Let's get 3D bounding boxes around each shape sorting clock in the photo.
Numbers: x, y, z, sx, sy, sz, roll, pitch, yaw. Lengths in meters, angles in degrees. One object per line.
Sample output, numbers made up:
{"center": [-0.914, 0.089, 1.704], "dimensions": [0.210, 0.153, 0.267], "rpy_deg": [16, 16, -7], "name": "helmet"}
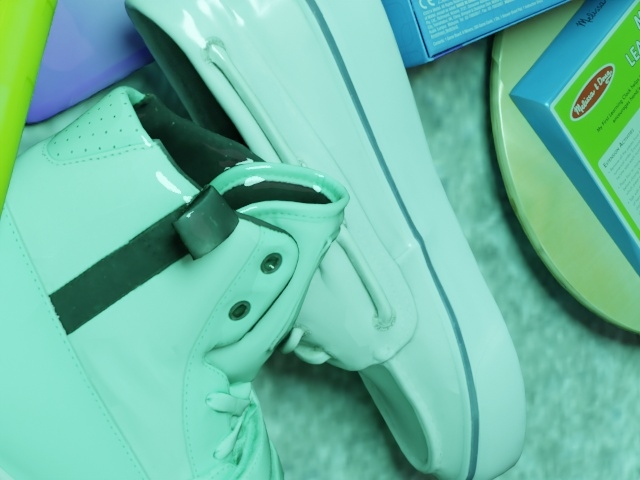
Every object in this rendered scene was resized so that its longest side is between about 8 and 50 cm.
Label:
{"center": [0.158, -0.057, 0.815], "dimensions": [0.206, 0.040, 0.206], "rpy_deg": [2, 87, -37], "name": "shape sorting clock"}

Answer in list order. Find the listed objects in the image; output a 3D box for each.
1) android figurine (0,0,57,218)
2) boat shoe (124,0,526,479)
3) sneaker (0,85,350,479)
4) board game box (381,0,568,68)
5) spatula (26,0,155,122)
{"center": [-0.187, -0.084, 0.473], "dimensions": [0.248, 0.056, 0.273], "rpy_deg": [23, 72, -33], "name": "android figurine"}
{"center": [0.000, 0.000, 0.659], "dimensions": [0.084, 0.095, 0.258], "rpy_deg": [-32, 117, -17], "name": "boat shoe"}
{"center": [-0.023, 0.061, 0.596], "dimensions": [0.151, 0.094, 0.256], "rpy_deg": [-39, 120, 12], "name": "sneaker"}
{"center": [0.050, -0.189, 0.703], "dimensions": [0.160, 0.047, 0.210], "rpy_deg": [-25, 100, -35], "name": "board game box"}
{"center": [-0.154, -0.037, 0.566], "dimensions": [0.296, 0.030, 0.084], "rpy_deg": [-40, 114, -31], "name": "spatula"}
